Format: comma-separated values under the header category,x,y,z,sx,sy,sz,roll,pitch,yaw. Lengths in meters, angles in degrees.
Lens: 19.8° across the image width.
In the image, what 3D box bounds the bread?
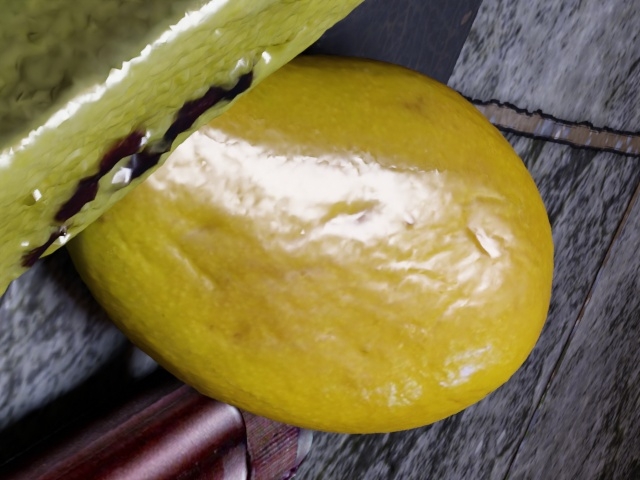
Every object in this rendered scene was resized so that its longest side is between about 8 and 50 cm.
category,x,y,z,sx,sy,sz,roll,pitch,yaw
bread,-0.057,-0.073,0.570,0.361,0.077,0.138,-41,172,-15

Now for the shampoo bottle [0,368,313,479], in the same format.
category,x,y,z,sx,sy,sz,roll,pitch,yaw
shampoo bottle,-0.114,0.139,0.823,0.323,0.084,0.129,-29,145,-55

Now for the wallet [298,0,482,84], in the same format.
category,x,y,z,sx,sy,sz,roll,pitch,yaw
wallet,0.047,-0.152,0.911,0.170,0.044,0.321,-9,126,-63

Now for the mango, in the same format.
category,x,y,z,sx,sy,sz,roll,pitch,yaw
mango,0.000,0.000,0.823,0.317,0.119,0.176,22,112,-46
